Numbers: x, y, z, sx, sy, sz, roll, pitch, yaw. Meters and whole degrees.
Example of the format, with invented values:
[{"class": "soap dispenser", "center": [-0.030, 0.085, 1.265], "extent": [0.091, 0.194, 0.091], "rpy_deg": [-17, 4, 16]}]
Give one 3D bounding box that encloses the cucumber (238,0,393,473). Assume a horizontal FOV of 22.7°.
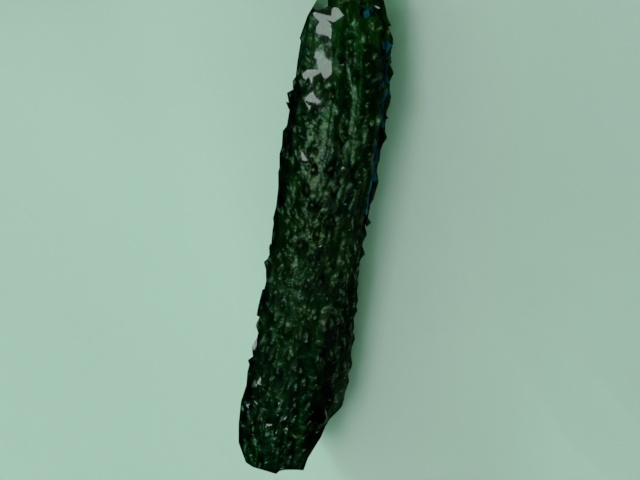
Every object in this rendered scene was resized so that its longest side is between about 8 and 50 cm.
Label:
[{"class": "cucumber", "center": [-0.001, 0.000, 0.665], "extent": [0.044, 0.043, 0.256], "rpy_deg": [28, 132, 23]}]
